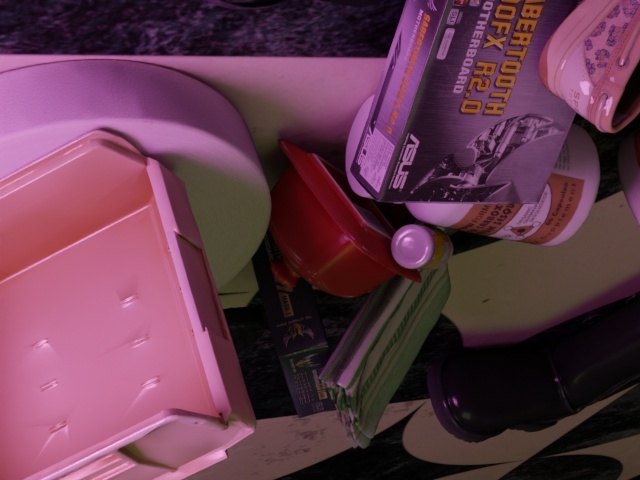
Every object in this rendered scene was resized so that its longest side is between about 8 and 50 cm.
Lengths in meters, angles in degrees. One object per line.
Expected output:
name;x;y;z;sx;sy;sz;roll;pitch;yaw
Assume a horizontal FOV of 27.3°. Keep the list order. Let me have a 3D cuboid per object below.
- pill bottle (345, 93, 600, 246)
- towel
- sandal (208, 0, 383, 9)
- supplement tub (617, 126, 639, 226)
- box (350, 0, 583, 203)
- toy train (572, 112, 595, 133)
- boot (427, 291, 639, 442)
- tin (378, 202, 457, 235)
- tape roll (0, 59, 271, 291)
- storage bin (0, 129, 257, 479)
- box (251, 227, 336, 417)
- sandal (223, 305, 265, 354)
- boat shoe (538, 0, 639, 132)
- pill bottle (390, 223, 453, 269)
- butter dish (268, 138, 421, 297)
pill bottle;0.148;-0.074;1.300;0.229;0.131;0.131;10;147;-27
towel;0.087;0.104;1.509;0.248;0.038;0.325;-59;164;-14
sandal;-0.033;-0.210;0.993;0.254;0.054;0.097;-1;152;-30
supplement tub;0.477;-0.088;1.411;0.272;0.191;0.191;-30;153;29
box;0.143;-0.142;1.123;0.183;0.056;0.231;1;122;-32
toy train;0.235;-0.117;1.400;0.158;0.027;0.036;-15;153;-3
boot;0.425;0.158;1.970;0.445;0.146;0.367;-28;162;32
tin;0.120;-0.047;1.473;0.106;0.040;0.190;-15;157;-12
tape roll;-0.239;-0.013;1.226;0.392;0.072;0.392;-15;150;-9
storage bin;-0.215;0.086;1.068;0.260;0.262;0.123;-27;150;13
box;-0.031;0.078;1.471;0.059;0.183;0.233;-15;156;-1
sandal;-0.249;0.112;1.537;0.445;0.107;0.167;-19;163;41
boat shoe;0.304;-0.209;1.065;0.285;0.089;0.104;-50;139;13
pill bottle;0.103;0.007;1.298;0.043;0.043;0.083;-25;168;21
butter dish;0.000;0.000;1.321;0.118;0.160;0.160;-43;150;11
